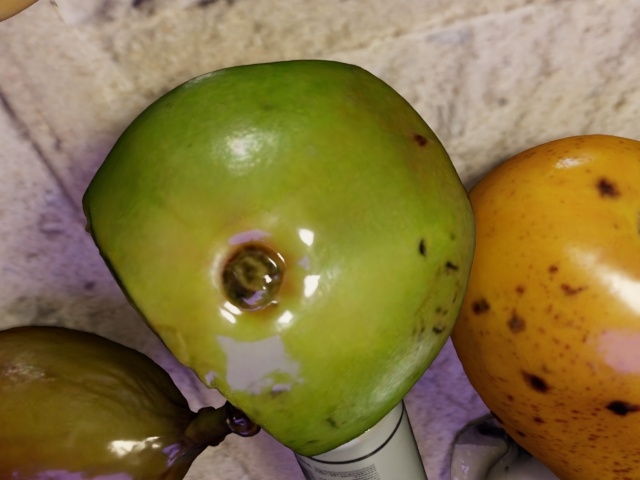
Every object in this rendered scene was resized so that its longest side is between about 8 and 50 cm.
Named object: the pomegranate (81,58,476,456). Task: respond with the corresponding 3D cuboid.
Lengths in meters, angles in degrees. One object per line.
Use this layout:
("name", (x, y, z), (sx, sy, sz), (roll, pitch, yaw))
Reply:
("pomegranate", (0.005, 0.006, 0.705), (0.159, 0.190, 0.241), (-40, 136, 3))

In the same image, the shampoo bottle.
("shampoo bottle", (0.034, 0.170, 1.001), (0.085, 0.085, 0.262), (-11, 144, 6))

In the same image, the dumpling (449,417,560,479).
("dumpling", (0.191, 0.191, 1.044), (0.176, 0.092, 0.150), (-4, 140, -1))

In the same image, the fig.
("fig", (-0.141, 0.121, 0.846), (0.274, 0.145, 0.170), (-14, 146, 35))

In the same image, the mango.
("mango", (0.184, 0.063, 0.789), (0.191, 0.160, 0.290), (-7, 133, 24))

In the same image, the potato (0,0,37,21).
("potato", (-0.125, -0.164, 0.518), (0.109, 0.118, 0.178), (-17, 147, -53))
